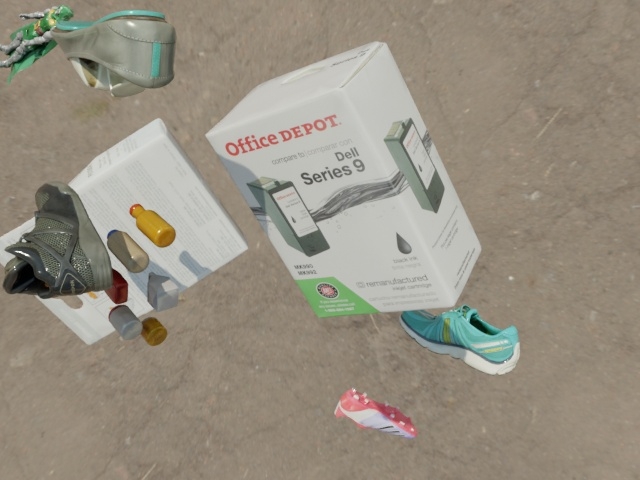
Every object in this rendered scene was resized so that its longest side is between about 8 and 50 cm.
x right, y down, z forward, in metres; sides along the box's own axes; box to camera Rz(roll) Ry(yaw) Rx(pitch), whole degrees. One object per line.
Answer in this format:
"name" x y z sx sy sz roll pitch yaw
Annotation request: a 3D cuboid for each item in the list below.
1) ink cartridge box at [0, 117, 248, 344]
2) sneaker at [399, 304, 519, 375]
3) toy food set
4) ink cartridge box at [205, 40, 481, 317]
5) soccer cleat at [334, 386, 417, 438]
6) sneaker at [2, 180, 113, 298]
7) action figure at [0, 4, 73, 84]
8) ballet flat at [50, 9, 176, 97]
"ink cartridge box" -0.380 -0.006 1.309 0.385 0.091 0.308 -32 127 0
"sneaker" 0.293 0.184 1.422 0.107 0.275 0.109 -16 116 -48
"toy food set" -0.311 0.063 1.121 0.111 0.105 0.232 -17 129 -36
"ink cartridge box" 0.031 -0.057 0.803 0.289 0.211 0.121 59 43 -23
"soccer cleat" 0.157 0.499 1.890 0.248 0.083 0.095 31 108 -16
"sneaker" -0.384 -0.003 0.932 0.130 0.227 0.087 -14 138 -30
"action figure" -0.615 -0.445 1.457 0.232 0.063 0.137 -22 68 27
"ballet flat" -0.187 -0.161 0.591 0.072 0.213 0.068 -8 107 -33
